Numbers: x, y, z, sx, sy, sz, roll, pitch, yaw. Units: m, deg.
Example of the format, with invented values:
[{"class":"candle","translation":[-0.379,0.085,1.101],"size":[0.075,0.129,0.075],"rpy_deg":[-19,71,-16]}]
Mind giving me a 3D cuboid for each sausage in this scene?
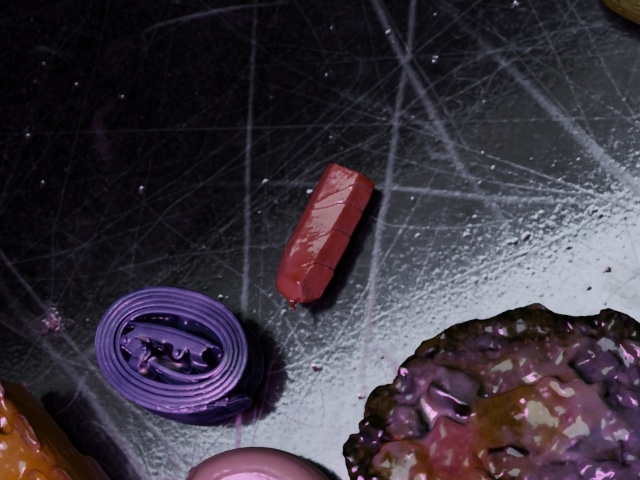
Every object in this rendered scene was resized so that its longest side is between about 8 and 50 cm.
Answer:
[{"class":"sausage","translation":[0.000,0.000,1.787],"size":[0.065,0.065,0.169],"rpy_deg":[25,85,20]}]

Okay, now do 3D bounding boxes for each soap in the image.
[{"class":"soap","translation":[-0.384,0.360,1.762],"size":[0.338,0.169,0.304],"rpy_deg":[-45,69,1]}]

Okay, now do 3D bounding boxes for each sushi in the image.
[{"class":"sushi","translation":[0.198,0.220,1.583],"size":[0.352,0.178,0.294],"rpy_deg":[-10,59,5]}]

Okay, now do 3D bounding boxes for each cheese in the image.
[{"class":"cheese","translation":[-0.015,0.312,1.708],"size":[0.286,0.082,0.163],"rpy_deg":[8,81,17]}]

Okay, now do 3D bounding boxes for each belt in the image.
[{"class":"belt","translation":[-0.154,0.130,1.791],"size":[0.190,0.082,0.141],"rpy_deg":[14,79,20]}]

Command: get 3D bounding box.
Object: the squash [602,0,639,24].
[{"class":"squash","translation":[0.394,-0.257,1.723],"size":[0.219,0.068,0.077],"rpy_deg":[18,78,19]}]
